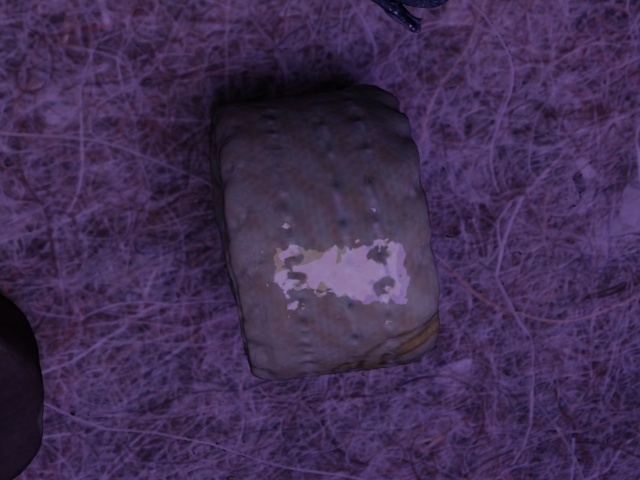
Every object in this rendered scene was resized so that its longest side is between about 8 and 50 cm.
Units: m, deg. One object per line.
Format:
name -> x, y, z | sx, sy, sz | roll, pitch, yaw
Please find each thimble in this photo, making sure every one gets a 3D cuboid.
thimble -> 0.000, 0.000, 1.616 | 0.195, 0.291, 0.292 | -7, 121, -4

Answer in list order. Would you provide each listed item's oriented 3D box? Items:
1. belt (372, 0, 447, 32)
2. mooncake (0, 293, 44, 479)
belt -> 0.044, -0.296, 1.549 | 0.218, 0.128, 0.122 | 32, 105, -31
mooncake -> -0.425, 0.154, 1.645 | 0.306, 0.154, 0.306 | -7, 120, -12
